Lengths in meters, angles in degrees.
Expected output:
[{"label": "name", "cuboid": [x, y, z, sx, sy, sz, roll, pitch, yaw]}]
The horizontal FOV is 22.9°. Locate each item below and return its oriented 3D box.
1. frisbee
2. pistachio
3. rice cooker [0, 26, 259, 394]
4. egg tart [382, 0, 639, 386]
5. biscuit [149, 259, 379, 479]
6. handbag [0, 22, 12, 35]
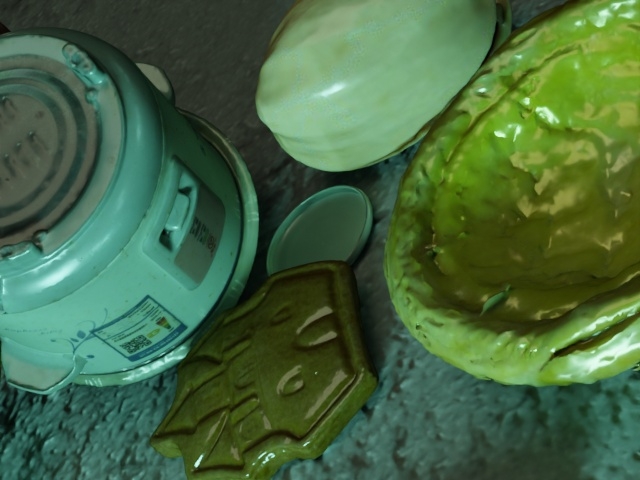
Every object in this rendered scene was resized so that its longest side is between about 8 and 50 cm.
[{"label": "frisbee", "cuboid": [0.000, 0.000, 1.334, 0.110, 0.014, 0.110, -26, 40, 25]}, {"label": "pistachio", "cuboid": [0.051, -0.155, 1.330, 0.229, 0.157, 0.157, -28, 38, 15]}, {"label": "rice cooker", "cuboid": [-0.202, -0.022, 1.332, 0.264, 0.317, 0.317, 7, 57, 22]}, {"label": "egg tart", "cuboid": [0.210, -0.032, 1.047, 0.345, 0.132, 0.345, -28, 39, 25]}, {"label": "biscuit", "cuboid": [-0.054, 0.113, 1.249, 0.215, 0.034, 0.182, -33, 40, 20]}, {"label": "handbag", "cuboid": [-0.276, -0.075, 1.543, 0.213, 0.235, 0.127, -60, -6, -10]}]
